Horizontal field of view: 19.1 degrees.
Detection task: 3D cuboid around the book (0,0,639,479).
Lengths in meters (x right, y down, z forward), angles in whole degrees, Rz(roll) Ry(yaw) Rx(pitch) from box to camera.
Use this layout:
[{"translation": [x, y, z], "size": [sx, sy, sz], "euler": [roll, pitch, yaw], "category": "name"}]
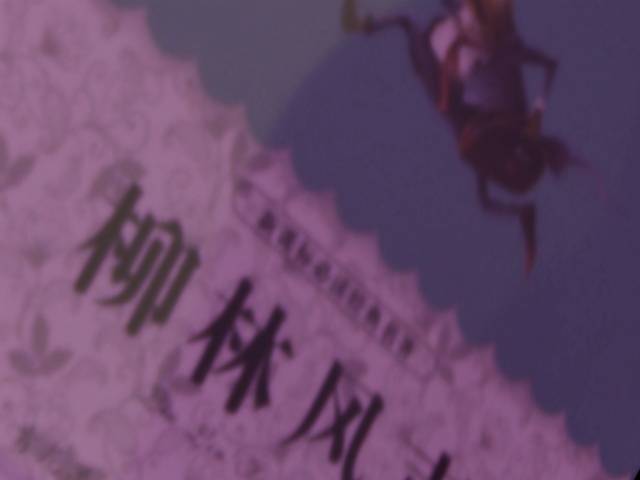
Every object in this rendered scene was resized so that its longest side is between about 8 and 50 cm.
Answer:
[{"translation": [0.000, 0.000, 0.457], "size": [0.264, 0.031, 0.379], "euler": [43, 65, -36], "category": "book"}]
